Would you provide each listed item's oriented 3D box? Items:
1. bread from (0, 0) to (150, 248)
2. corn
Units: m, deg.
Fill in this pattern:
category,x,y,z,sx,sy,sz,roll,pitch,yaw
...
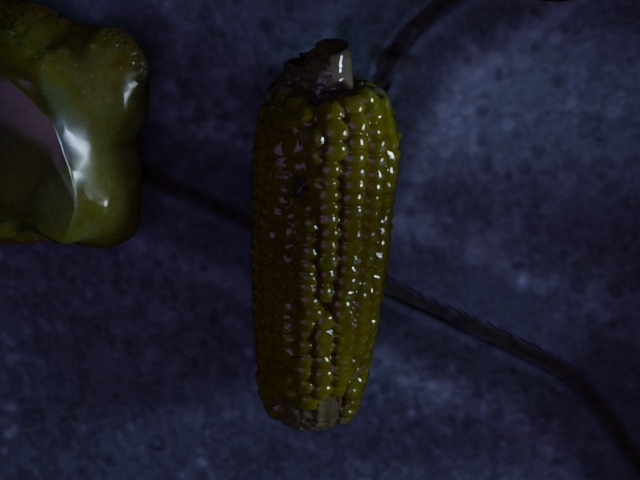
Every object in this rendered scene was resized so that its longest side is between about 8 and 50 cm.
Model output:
category,x,y,z,sx,sy,sz,roll,pitch,yaw
bread,-0.227,-0.075,1.201,0.233,0.088,0.160,7,115,10
corn,0.000,0.000,1.182,0.097,0.097,0.261,7,111,7
